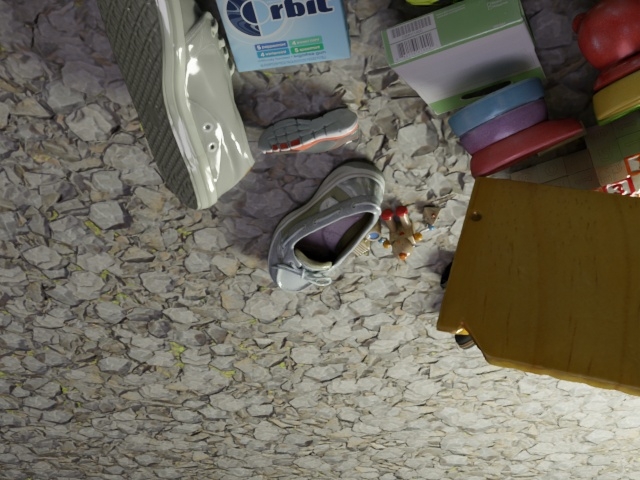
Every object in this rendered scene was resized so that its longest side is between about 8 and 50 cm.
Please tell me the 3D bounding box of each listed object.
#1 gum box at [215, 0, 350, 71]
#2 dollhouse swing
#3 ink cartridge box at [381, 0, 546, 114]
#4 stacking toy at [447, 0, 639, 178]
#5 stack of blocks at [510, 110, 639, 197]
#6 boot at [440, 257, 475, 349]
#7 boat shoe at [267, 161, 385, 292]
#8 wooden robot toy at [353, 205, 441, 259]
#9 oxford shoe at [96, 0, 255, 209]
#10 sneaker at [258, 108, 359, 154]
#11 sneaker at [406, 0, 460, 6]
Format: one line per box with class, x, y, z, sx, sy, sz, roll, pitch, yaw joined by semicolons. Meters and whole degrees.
gum box;-0.051;-0.308;1.020;0.157;0.041;0.184;-5;139;8
dollhouse swing;0.369;0.088;1.063;0.347;0.315;0.305;10;154;20
ink cartridge box;0.198;-0.244;1.061;0.171;0.056;0.235;-16;169;20
stacking toy;0.333;-0.207;1.065;0.309;0.130;0.279;-26;177;34
stack of blocks;0.454;-0.094;1.231;0.297;0.087;0.171;-18;137;22
boot;0.266;0.114;1.510;0.137;0.077;0.198;18;125;-13
boat shoe;0.003;0.000;1.342;0.118;0.103;0.320;22;136;-23
wooden robot toy;0.127;-0.003;1.355;0.173;0.079;0.076;-15;138;18
oxford shoe;-0.183;-0.241;1.050;0.130;0.169;0.449;-34;137;-23
sneaker;-0.014;-0.147;1.202;0.158;0.061;0.065;-9;146;13
sneaker;0.201;-0.368;0.908;0.109;0.123;0.295;-19;173;-38
